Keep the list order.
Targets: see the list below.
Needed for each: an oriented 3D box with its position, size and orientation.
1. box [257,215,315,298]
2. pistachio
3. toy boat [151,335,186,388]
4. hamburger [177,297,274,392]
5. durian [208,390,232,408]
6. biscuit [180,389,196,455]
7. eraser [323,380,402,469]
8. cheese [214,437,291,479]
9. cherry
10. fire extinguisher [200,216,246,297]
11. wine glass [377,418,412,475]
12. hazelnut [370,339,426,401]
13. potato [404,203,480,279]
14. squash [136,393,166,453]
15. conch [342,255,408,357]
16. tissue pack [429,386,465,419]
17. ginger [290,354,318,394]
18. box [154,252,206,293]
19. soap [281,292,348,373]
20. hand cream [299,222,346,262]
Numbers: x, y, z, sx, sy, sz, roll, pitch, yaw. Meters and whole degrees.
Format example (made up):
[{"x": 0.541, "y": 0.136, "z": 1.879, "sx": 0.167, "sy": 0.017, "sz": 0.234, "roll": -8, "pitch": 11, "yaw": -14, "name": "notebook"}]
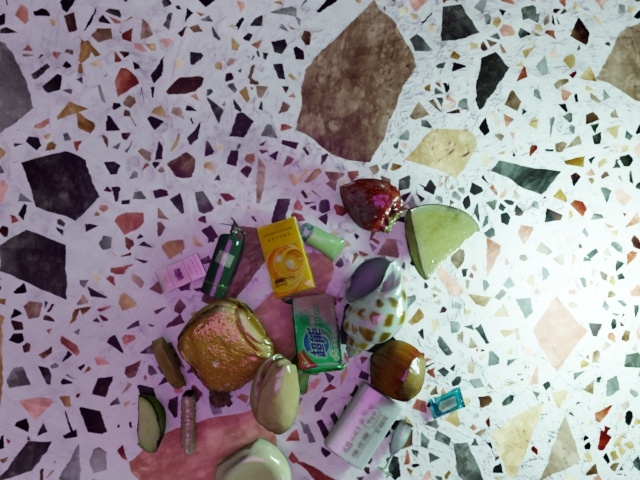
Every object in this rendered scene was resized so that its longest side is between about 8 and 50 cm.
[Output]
[{"x": -0.126, "y": 0.062, "z": 1.771, "sx": 0.152, "sy": 0.043, "sz": 0.270, "roll": -18, "pitch": 79, "yaw": 8, "name": "box"}, {"x": -0.147, "y": 0.525, "z": 1.646, "sx": 0.181, "sy": 0.162, "sz": 0.293, "roll": -18, "pitch": 114, "yaw": -45, "name": "pistachio"}, {"x": -0.535, "y": 0.436, "z": 1.741, "sx": 0.057, "sy": 0.077, "sz": 0.201, "roll": -24, "pitch": 94, "yaw": 7, "name": "toy boat"}, {"x": -0.332, "y": 0.364, "z": 1.712, "sx": 0.284, "sy": 0.174, "sz": 0.305, "roll": -33, "pitch": 91, "yaw": -8, "name": "hamburger"}, {"x": -0.359, "y": 0.561, "z": 1.757, "sx": 0.091, "sy": 0.080, "sz": 0.080, "roll": 5, "pitch": 88, "yaw": -36, "name": "durian"}, {"x": -0.473, "y": 0.649, "z": 1.749, "sx": 0.055, "sy": 0.061, "sz": 0.220, "roll": -1, "pitch": 89, "yaw": -5, "name": "biscuit"}, {"x": 0.156, "y": 0.676, "z": 1.794, "sx": 0.174, "sy": 0.095, "sz": 0.270, "roll": 35, "pitch": 87, "yaw": -7, "name": "eraser"}, {"x": -0.242, "y": 0.844, "z": 1.734, "sx": 0.265, "sy": 0.127, "sz": 0.234, "roll": -29, "pitch": 91, "yaw": -4, "name": "cheese"}, {"x": 0.180, "y": -0.139, "z": 1.774, "sx": 0.249, "sy": 0.192, "sz": 0.175, "roll": 25, "pitch": 49, "yaw": 6, "name": "cherry"}, {"x": -0.341, "y": 0.056, "z": 1.765, "sx": 0.118, "sy": 0.093, "sz": 0.295, "roll": 20, "pitch": 86, "yaw": -20, "name": "fire extinguisher"}, {"x": 0.282, "y": 0.768, "z": 1.818, "sx": 0.066, "sy": 0.066, "sz": 0.198, "roll": 27, "pitch": 86, "yaw": -4, "name": "wine glass"}, {"x": 0.277, "y": 0.473, "z": 1.765, "sx": 0.209, "sy": 0.186, "sz": 0.210, "roll": -3, "pitch": 105, "yaw": -9, "name": "hazelnut"}, {"x": 0.460, "y": -0.013, "z": 1.832, "sx": 0.254, "sy": 0.112, "sz": 0.270, "roll": -13, "pitch": 93, "yaw": -9, "name": "potato"}, {"x": -0.569, "y": 0.643, "z": 1.719, "sx": 0.085, "sy": 0.184, "sz": 0.192, "roll": 0, "pitch": 91, "yaw": -44, "name": "squash"}, {"x": 0.182, "y": 0.248, "z": 1.757, "sx": 0.249, "sy": 0.197, "sz": 0.368, "roll": 37, "pitch": 82, "yaw": 29, "name": "conch"}, {"x": 0.479, "y": 0.616, "z": 1.859, "sx": 0.137, "sy": 0.028, "sz": 0.085, "roll": -16, "pitch": 93, "yaw": -10, "name": "tissue pack"}, {"x": -0.124, "y": 0.526, "z": 1.775, "sx": 0.289, "sy": 0.089, "sz": 0.137, "roll": -36, "pitch": 113, "yaw": -10, "name": "ginger"}, {"x": -0.507, "y": 0.119, "z": 1.778, "sx": 0.166, "sy": 0.024, "sz": 0.090, "roll": -24, "pitch": 91, "yaw": -6, "name": "box"}, {"x": -0.020, "y": 0.332, "z": 1.748, "sx": 0.217, "sy": 0.098, "sz": 0.274, "roll": -6, "pitch": 67, "yaw": -2, "name": "soap"}, {"x": 0.000, "y": 0.000, "z": 1.820, "sx": 0.174, "sy": 0.046, "sz": 0.095, "roll": 29, "pitch": 88, "yaw": -9, "name": "hand cream"}]
